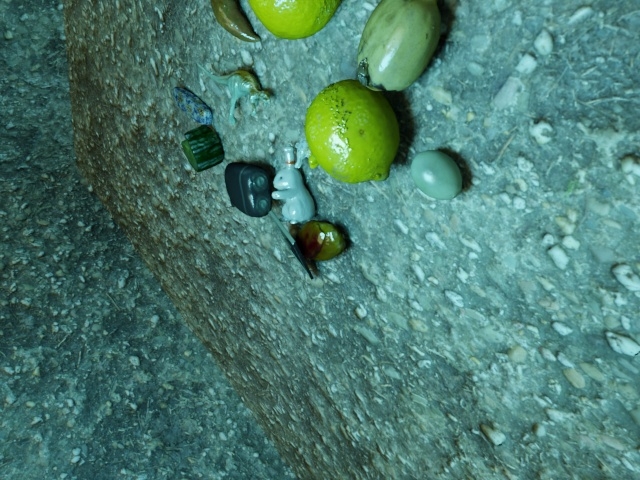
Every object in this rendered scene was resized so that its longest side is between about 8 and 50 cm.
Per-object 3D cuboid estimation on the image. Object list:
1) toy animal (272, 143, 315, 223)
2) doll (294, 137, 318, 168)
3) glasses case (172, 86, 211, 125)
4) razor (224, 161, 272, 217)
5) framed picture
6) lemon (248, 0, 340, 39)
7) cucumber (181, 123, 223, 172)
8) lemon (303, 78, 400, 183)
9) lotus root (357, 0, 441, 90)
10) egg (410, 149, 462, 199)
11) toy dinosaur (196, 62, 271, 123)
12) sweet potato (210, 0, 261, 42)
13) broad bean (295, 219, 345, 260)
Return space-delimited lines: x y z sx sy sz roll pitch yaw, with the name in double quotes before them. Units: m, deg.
"toy animal" -0.117 -0.193 1.570 0.282 0.138 0.140 68 164 -12
"doll" -0.034 -0.312 1.478 0.113 0.071 0.135 4 90 26
"glasses case" -0.568 -0.595 1.910 0.248 0.065 0.087 41 142 22
"razor" -0.300 -0.207 1.723 0.349 0.114 0.204 24 124 59
"framed picture" -0.106 0.023 1.645 0.192 0.018 0.265 50 170 36
"lemon" -0.071 -0.694 1.162 0.293 0.293 0.293 24 127 38
"cucumber" -0.525 -0.399 1.914 0.191 0.130 0.191 41 145 36
"lemon" 0.092 -0.295 1.204 0.258 0.258 0.310 -34 85 50
"lotus root" 0.202 -0.505 1.039 0.183 0.183 0.310 47 134 19
"egg" 0.307 -0.171 1.143 0.152 0.114 0.114 50 139 13
"toy dinosaur" -0.324 -0.570 1.639 0.393 0.092 0.205 48 138 20
"sweet potato" -0.334 -0.828 1.505 0.106 0.095 0.354 -27 93 10
"broad bean" 0.001 -0.003 1.560 0.228 0.122 0.156 -14 101 52
